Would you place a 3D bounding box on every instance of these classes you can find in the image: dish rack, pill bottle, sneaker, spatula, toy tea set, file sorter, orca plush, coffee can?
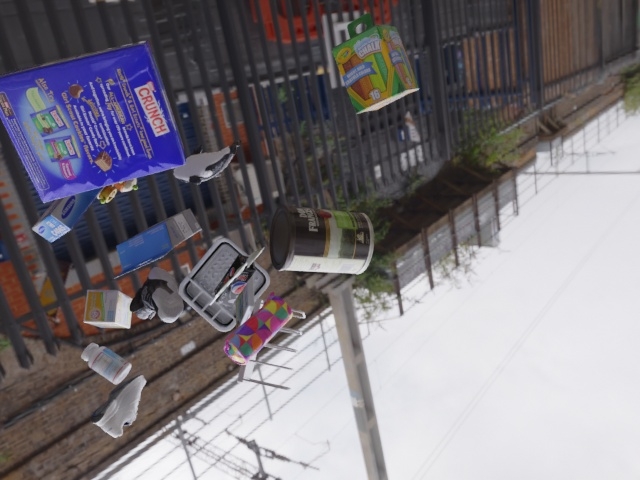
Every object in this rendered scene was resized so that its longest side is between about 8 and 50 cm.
[{"bbox_3d":[-0.391,0.179,2.250,0.333,0.285,0.072,-49,179,13],"label":"dish rack"},{"bbox_3d":[-0.762,0.433,1.925,0.160,0.087,0.087,33,-151,4],"label":"pill bottle"},{"bbox_3d":[-0.745,0.624,2.054,0.111,0.129,0.297,-29,-167,22],"label":"sneaker"},{"bbox_3d":[-0.527,0.209,1.734,0.153,0.101,0.268,-50,-145,10],"label":"sneaker"},{"bbox_3d":[-0.231,0.102,1.462,0.168,0.019,0.242,-51,-176,-26],"label":"spatula"},{"bbox_3d":[-0.774,-0.269,2.261,0.200,0.124,0.336,-49,-173,43],"label":"toy tea set"},{"bbox_3d":[-0.161,0.365,1.877,0.173,0.278,0.193,11,166,2],"label":"file sorter"},{"bbox_3d":[-0.394,-0.277,1.975,0.287,0.151,0.102,-32,151,18],"label":"orca plush"},{"bbox_3d":[0.000,0.000,1.700,0.275,0.202,0.201,4,-167,-23],"label":"coffee can"}]

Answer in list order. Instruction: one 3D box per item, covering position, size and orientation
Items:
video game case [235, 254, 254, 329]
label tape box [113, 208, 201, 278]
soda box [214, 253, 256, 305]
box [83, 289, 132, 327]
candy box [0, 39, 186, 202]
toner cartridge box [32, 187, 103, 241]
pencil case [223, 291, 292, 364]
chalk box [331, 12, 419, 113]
[{"bbox_3d":[-0.283,0.204,2.022,0.026,0.206,0.227,7,-131,-19],"label":"video game case"},{"bbox_3d":[-0.636,0.003,2.073,0.240,0.106,0.334,-23,-169,17],"label":"label tape box"},{"bbox_3d":[-0.266,0.124,1.679,0.053,0.169,0.060,19,-149,-32],"label":"soda box"},{"bbox_3d":[-0.730,0.240,1.875,0.103,0.114,0.203,2,165,-5],"label":"box"},{"bbox_3d":[-0.479,-0.256,1.159,0.317,0.268,0.122,-15,-151,-6],"label":"candy box"},{"bbox_3d":[-0.755,-0.164,1.723,0.165,0.075,0.348,-21,-143,42],"label":"toner cartridge box"},{"bbox_3d":[-0.189,0.267,1.645,0.104,0.104,0.236,5,-142,40],"label":"pencil case"},{"bbox_3d":[0.170,-0.588,1.769,0.180,0.289,0.179,-20,-172,31],"label":"chalk box"}]
